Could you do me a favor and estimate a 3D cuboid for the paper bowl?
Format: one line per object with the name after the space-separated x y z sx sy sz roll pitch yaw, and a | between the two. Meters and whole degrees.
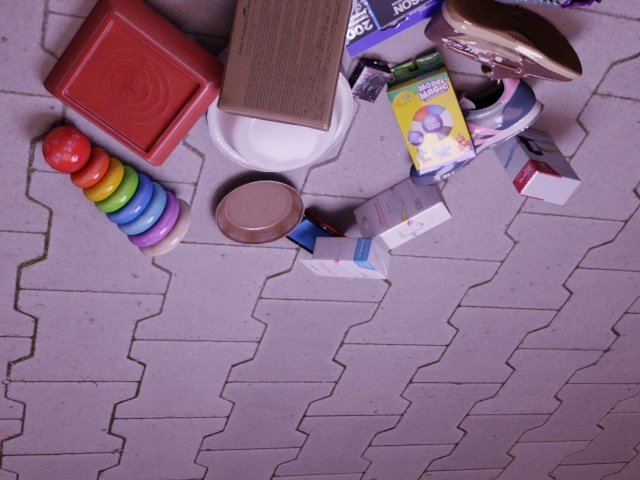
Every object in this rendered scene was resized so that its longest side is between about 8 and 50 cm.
-0.077 -0.247 1.603 0.284 0.148 0.284 -8 139 -7 | paper bowl

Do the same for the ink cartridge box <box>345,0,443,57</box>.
0.110 -0.440 1.527 0.206 0.045 0.208 -27 138 11 | ink cartridge box

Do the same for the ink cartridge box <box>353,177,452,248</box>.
0.183 -0.062 1.907 0.198 0.115 0.067 -28 137 14 | ink cartridge box

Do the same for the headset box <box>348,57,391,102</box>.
0.096 -0.319 1.663 0.062 0.032 0.083 11 133 -27 | headset box

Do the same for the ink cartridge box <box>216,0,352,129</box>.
-0.058 -0.318 1.442 0.193 0.088 0.235 11 94 3 | ink cartridge box

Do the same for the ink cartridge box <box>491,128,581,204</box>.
0.466 -0.169 1.835 0.127 0.175 0.072 9 130 -26 | ink cartridge box

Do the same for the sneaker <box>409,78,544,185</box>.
0.301 -0.241 1.779 0.319 0.112 0.131 -34 114 20 | sneaker

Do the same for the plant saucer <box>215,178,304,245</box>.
-0.136 -0.069 1.860 0.198 0.036 0.199 -9 139 -8 | plant saucer

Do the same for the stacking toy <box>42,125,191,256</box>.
-0.409 -0.108 1.671 0.141 0.141 0.330 -31 132 17 | stacking toy

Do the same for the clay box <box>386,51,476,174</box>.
0.219 -0.253 1.691 0.127 0.053 0.222 -18 116 16 | clay box

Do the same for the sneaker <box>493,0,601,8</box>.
0.404 -0.465 1.540 0.223 0.098 0.083 -4 121 -16 | sneaker

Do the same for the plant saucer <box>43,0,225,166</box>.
-0.331 -0.277 1.497 0.259 0.048 0.258 36 120 -18 | plant saucer

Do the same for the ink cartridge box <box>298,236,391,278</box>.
0.054 0.038 1.900 0.181 0.062 0.104 1 156 31 | ink cartridge box

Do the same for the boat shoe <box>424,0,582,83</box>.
0.354 -0.373 1.634 0.342 0.123 0.123 12 145 -28 | boat shoe

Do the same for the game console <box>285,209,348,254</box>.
0.000 0.000 1.945 0.144 0.124 0.085 32 94 -41 | game console
